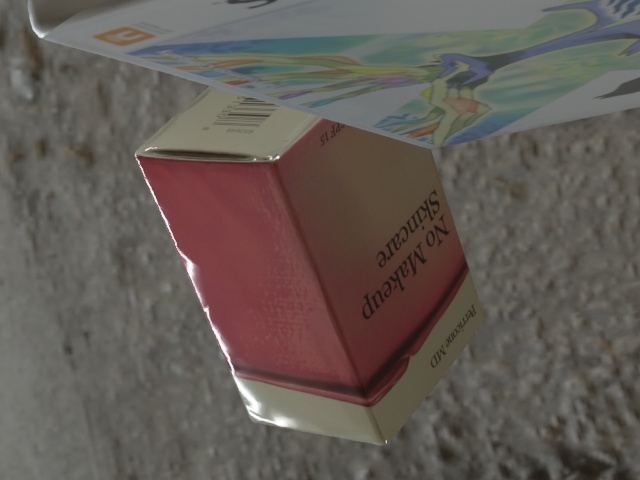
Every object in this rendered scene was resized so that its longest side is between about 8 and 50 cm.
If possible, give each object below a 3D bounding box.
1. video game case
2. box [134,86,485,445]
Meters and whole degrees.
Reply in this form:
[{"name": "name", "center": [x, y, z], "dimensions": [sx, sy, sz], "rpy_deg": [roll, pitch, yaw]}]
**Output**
[{"name": "video game case", "center": [0.098, -0.101, 0.635], "dimensions": [0.300, 0.329, 0.036], "rpy_deg": [-10, 80, 31]}, {"name": "box", "center": [0.000, 0.000, 1.013], "dimensions": [0.127, 0.148, 0.232], "rpy_deg": [5, 129, 39]}]
